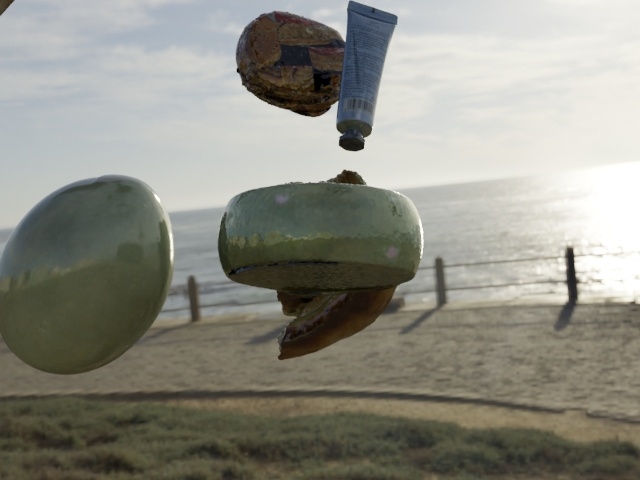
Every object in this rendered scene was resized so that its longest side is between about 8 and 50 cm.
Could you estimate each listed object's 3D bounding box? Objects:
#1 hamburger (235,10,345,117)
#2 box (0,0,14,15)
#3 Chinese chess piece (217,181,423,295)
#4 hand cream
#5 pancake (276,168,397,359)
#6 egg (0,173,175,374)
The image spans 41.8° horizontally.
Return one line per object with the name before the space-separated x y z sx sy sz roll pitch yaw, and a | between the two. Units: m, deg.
hamburger | -0.049 -0.341 1.584 0.231 0.230 0.106 -7 -24 -18
box | -0.393 -0.317 1.056 0.247 0.033 0.129 -30 32 33
Chinese chess piece | 0.000 0.000 0.773 0.189 0.083 0.188 1 -12 0
hand cream | 0.071 -0.271 1.370 0.091 0.271 0.058 14 -24 -11
pancake | 0.026 0.036 1.079 0.213 0.257 0.056 -1 19 19
egg | -0.265 0.038 0.954 0.187 0.253 0.186 35 13 -9
